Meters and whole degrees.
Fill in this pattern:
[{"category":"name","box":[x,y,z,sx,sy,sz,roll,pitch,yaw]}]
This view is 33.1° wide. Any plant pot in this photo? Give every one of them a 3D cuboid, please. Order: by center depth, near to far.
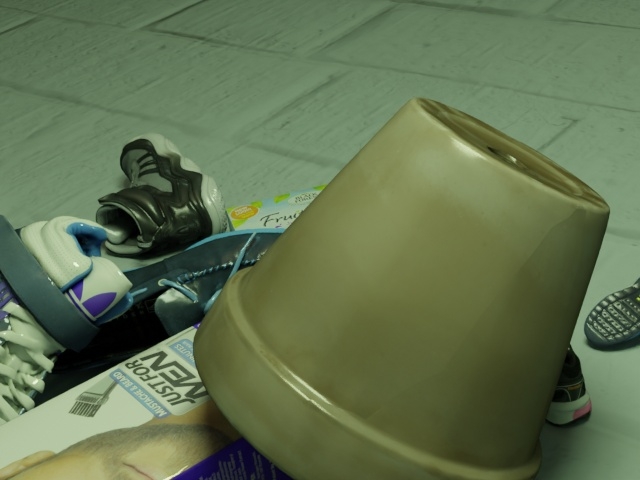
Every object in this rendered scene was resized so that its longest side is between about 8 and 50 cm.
[{"category":"plant pot","box":[0.092,0.042,0.927,0.323,0.280,0.323,26,16,-8]}]

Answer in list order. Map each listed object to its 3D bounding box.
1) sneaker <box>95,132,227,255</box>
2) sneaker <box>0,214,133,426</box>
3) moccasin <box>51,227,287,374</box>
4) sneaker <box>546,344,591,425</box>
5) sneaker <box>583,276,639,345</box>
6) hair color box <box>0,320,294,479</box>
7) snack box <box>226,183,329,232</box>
[{"category":"sneaker","box":[-0.252,-0.065,1.493,0.153,0.101,0.268,-22,35,-27]},{"category":"sneaker","box":[-0.302,0.105,1.087,0.236,0.130,0.323,-25,40,16]},{"category":"moccasin","box":[-0.155,0.090,1.212,0.341,0.138,0.117,-19,33,10]},{"category":"sneaker","box":[0.224,0.108,1.111,0.072,0.077,0.178,-17,31,-18]},{"category":"sneaker","box":[0.347,0.072,1.175,0.144,0.059,0.053,-34,68,-13]},{"category":"hair color box","box":[-0.172,0.210,1.004,0.338,0.110,0.185,-28,37,-28]},{"category":"snack box","box":[0.000,0.000,1.356,0.207,0.070,0.174,-13,31,-10]}]
